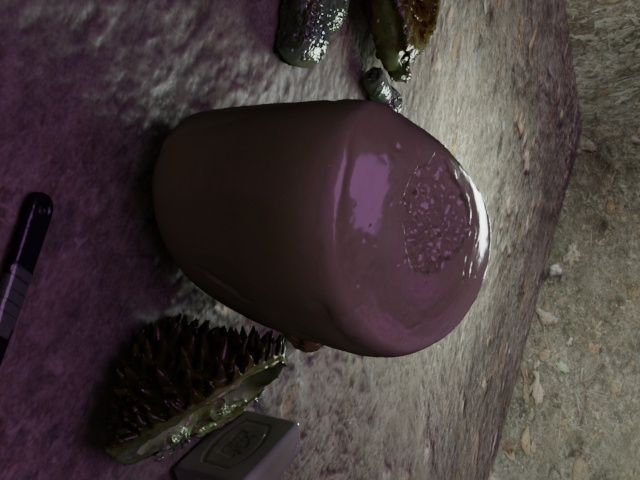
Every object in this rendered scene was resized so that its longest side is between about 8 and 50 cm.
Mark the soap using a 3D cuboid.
[{"bbox_3d":[-0.122,0.334,1.300,0.183,0.121,0.064,-38,129,-55],"label":"soap"}]

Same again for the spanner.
[{"bbox_3d":[-0.347,0.096,0.936,0.087,0.024,0.316,43,57,-59],"label":"spanner"}]

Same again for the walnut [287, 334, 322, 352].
[{"bbox_3d":[-0.014,0.154,1.514,0.096,0.079,0.083,-44,134,-49],"label":"walnut"}]

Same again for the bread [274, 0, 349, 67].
[{"bbox_3d":[-0.008,-0.396,1.436,0.232,0.064,0.172,-58,145,-42],"label":"bread"}]

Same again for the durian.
[{"bbox_3d":[-0.146,0.211,1.206,0.394,0.163,0.198,7,92,-69],"label":"durian"}]

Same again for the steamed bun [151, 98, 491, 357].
[{"bbox_3d":[0.000,0.000,1.201,0.456,0.371,0.290,30,71,-49],"label":"steamed bun"}]

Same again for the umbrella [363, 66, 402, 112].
[{"bbox_3d":[0.126,-0.292,1.723,0.143,0.062,0.067,43,27,-56],"label":"umbrella"}]

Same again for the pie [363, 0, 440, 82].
[{"bbox_3d":[0.153,-0.493,1.675,0.288,0.103,0.355,-63,142,-47],"label":"pie"}]
